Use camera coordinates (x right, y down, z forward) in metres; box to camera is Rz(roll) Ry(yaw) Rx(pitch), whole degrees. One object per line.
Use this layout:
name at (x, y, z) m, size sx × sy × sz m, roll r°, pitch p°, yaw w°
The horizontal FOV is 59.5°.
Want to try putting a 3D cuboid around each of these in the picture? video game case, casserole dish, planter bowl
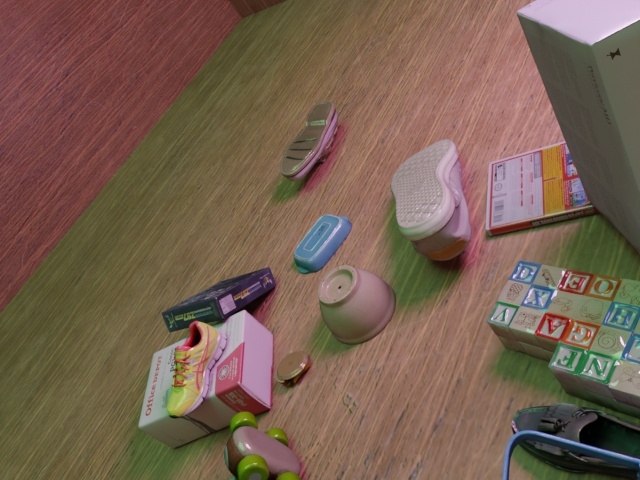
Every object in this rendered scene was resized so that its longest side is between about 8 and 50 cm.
video game case at (0.474, -0.119, 1.116) m, size 0.285 × 0.025 × 0.204 m, roll -14°, pitch 43°, yaw 33°
casserole dish at (0.000, 0.000, 1.427) m, size 0.114 × 0.037 × 0.188 m, roll 19°, pitch 65°, yaw 50°
planter bowl at (0.062, 0.120, 1.176) m, size 0.162 × 0.109 × 0.162 m, roll -25°, pitch 39°, yaw 21°

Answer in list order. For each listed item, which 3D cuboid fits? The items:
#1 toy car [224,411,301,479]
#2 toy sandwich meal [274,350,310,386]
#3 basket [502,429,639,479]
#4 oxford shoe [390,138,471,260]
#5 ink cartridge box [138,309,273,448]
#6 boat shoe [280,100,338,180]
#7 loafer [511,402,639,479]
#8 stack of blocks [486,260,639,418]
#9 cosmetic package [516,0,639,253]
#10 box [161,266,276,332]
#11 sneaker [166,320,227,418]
toy car at (-0.141, 0.441, 1.011) m, size 0.188 × 0.149 × 0.155 m, roll -52°, pitch 22°, yaw 5°
toy sandwich meal at (-0.058, 0.274, 1.197) m, size 0.086 × 0.029 × 0.085 m, roll -27°, pitch 27°, yaw 15°
basket at (0.332, 0.347, 0.595) m, size 0.289 × 0.201 × 0.254 m, roll -1°, pitch 51°, yaw 30°
oxford shoe at (0.248, -0.097, 1.231) m, size 0.169 × 0.130 × 0.449 m, roll -31°, pitch 21°, yaw 24°
ink cartridge box at (-0.253, 0.313, 1.258) m, size 0.283 × 0.117 × 0.207 m, roll -27°, pitch 38°, yaw 19°
boat shoe at (-0.017, -0.282, 1.688) m, size 0.113 × 0.103 × 0.302 m, roll 9°, pitch 57°, yaw 33°
loafer at (0.377, 0.263, 0.744) m, size 0.267 × 0.084 × 0.096 m, roll 3°, pitch 54°, yaw 45°
stack of blocks at (0.409, 0.144, 0.839) m, size 0.297 × 0.087 × 0.171 m, roll 12°, pitch 61°, yaw 49°
cosmetic package at (0.431, -0.163, 0.811) m, size 0.097 × 0.377 × 0.284 m, roll -26°, pitch 27°, yaw 17°
box at (-0.245, 0.144, 1.384) m, size 0.183 × 0.059 × 0.233 m, roll -17°, pitch 6°, yaw 30°
sneaker at (-0.274, 0.259, 1.151) m, size 0.081 × 0.094 × 0.208 m, roll -10°, pitch 47°, yaw 33°
